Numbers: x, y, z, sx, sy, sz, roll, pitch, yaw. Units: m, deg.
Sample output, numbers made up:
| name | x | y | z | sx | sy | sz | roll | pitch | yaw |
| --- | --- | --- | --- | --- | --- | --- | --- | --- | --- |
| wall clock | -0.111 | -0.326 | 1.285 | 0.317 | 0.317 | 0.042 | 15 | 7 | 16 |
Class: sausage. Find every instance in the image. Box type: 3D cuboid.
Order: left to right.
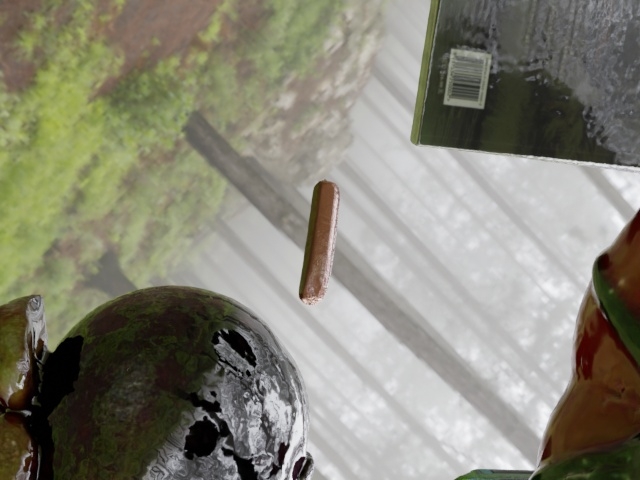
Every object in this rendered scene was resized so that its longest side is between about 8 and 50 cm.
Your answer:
| name | x | y | z | sx | sy | sz | roll | pitch | yaw |
| --- | --- | --- | --- | --- | --- | --- | --- | --- | --- |
| sausage | 0.000 | 0.000 | 1.020 | 0.030 | 0.035 | 0.147 | 104 | -4 | -70 |

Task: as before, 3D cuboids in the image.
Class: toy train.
| name | x | y | z | sx | sy | sz | roll | pitch | yaw |
| --- | --- | --- | --- | --- | --- | --- | --- | --- | --- |
| toy train | 0.244 | 0.298 | 1.120 | 0.042 | 0.209 | 0.044 | -142 | -123 | -77 |

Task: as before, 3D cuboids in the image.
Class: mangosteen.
| name | x | y | z | sx | sy | sz | roll | pitch | yaw |
| --- | --- | --- | --- | --- | --- | --- | --- | --- | --- |
| mangosteen | -0.224 | 0.228 | 1.091 | 0.382 | 0.435 | 0.382 | 18 | 90 | -88 |

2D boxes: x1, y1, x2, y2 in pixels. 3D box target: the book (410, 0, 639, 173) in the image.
| name | x | y | z | sx | sy | sz | roll | pitch | yaw |
| --- | --- | --- | --- | --- | --- | --- | --- | --- | --- |
| book | 0.181 | -0.132 | 0.648 | 0.024 | 0.228 | 0.160 | -143 | -121 | -73 |

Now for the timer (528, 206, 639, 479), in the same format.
| name | x | y | z | sx | sy | sz | roll | pitch | yaw |
| --- | --- | --- | --- | --- | --- | --- | --- | --- | --- |
| timer | 0.255 | 0.121 | 0.401 | 0.378 | 0.279 | 0.378 | -161 | -90 | -88 |
